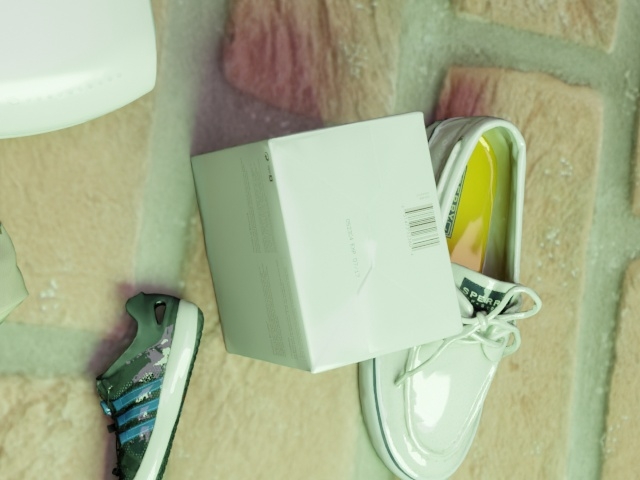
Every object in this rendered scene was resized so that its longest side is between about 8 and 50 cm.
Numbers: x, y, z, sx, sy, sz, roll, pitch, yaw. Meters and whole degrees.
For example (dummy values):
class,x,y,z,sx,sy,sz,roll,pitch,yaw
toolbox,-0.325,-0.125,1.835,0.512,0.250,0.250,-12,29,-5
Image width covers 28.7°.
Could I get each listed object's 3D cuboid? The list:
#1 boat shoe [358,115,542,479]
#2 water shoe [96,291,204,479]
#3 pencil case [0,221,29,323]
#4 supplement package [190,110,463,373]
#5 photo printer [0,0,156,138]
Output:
class,x,y,z,sx,sy,sz,roll,pitch,yaw
boat shoe,0.142,0.057,1.195,0.135,0.156,0.367,14,83,-22
water shoe,-0.165,0.147,1.121,0.080,0.073,0.203,15,78,0
pencil case,-0.365,-0.072,0.895,0.410,0.159,0.183,62,30,-7
supplement package,0.000,0.000,1.110,0.149,0.203,0.194,-12,95,-23
photo printer,-0.274,-0.240,1.048,0.256,0.107,0.308,-10,93,-23
